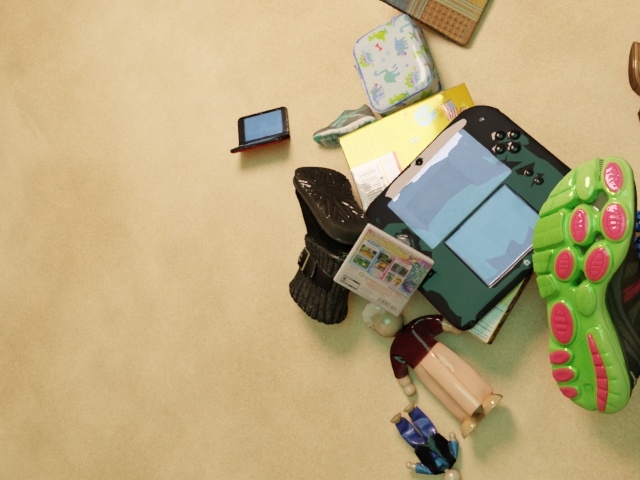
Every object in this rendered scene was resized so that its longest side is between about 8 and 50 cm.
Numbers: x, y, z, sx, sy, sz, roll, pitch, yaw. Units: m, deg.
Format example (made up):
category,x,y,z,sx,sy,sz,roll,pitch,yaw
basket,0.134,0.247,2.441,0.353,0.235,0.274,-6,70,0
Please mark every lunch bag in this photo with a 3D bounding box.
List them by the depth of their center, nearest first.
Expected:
category,x,y,z,sx,sy,sz,roll,pitch,yaw
lunch bag,0.177,-0.410,1.443,0.176,0.090,0.219,-25,70,25

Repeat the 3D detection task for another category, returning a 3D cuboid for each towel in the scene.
category,x,y,z,sx,sy,sz,roll,pitch,yaw
towel,0.311,-0.684,1.435,0.271,0.040,0.370,27,90,-7

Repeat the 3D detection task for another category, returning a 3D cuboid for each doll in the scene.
category,x,y,z,sx,sy,sz,roll,pitch,yaw
doll,0.231,0.446,1.297,0.129,0.046,0.189,-41,76,5

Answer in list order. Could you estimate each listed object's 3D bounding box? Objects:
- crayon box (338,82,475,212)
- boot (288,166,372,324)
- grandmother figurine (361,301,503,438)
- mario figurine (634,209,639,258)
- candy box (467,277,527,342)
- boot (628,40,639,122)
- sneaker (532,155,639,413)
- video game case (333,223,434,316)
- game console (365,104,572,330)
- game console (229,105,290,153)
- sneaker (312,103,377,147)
category,x,y,z,sx,sy,sz,roll,pitch,yaw
crayon box,0.224,-0.204,1.405,0.318,0.081,0.202,-22,74,14
boot,-0.004,0.000,1.413,0.131,0.348,0.260,3,123,-17
grandmother figurine,0.229,0.247,1.306,0.342,0.104,0.208,42,100,20
mario figurine,0.732,0.001,1.159,0.320,0.170,0.198,-4,102,41
candy box,0.381,0.127,1.275,0.053,0.109,0.187,32,91,23
boot,0.739,-0.337,1.269,0.152,0.073,0.197,-12,88,17
sneaker,0.527,0.078,1.147,0.185,0.202,0.483,11,111,46
video game case,0.129,0.062,1.242,0.157,0.019,0.143,30,109,-3
game console,0.314,-0.059,1.257,0.386,0.060,0.342,-45,64,8
game console,-0.158,-0.283,1.547,0.143,0.124,0.085,-11,103,16
sneaker,0.060,-0.285,1.494,0.166,0.065,0.076,-15,59,12
